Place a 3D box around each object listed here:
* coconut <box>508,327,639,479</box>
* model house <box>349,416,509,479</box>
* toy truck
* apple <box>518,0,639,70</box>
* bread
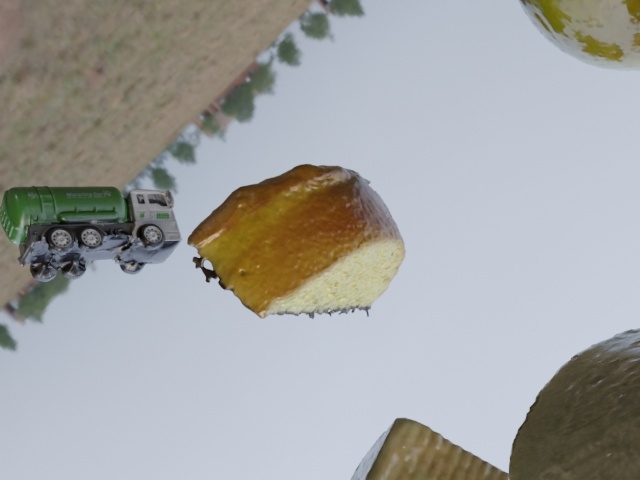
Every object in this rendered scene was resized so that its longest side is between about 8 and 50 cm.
[{"bbox_3d":[0.198,0.151,0.377,0.239,0.244,0.239,-10,-149,6],"label":"coconut"},{"bbox_3d":[0.162,0.517,1.277,0.382,0.342,0.334,-59,174,-30],"label":"model house"},{"bbox_3d":[-0.329,-0.020,1.246,0.242,0.125,0.101,-1,152,-35],"label":"toy truck"},{"bbox_3d":[0.218,-0.218,0.607,0.196,0.157,0.196,-50,-157,31],"label":"apple"},{"bbox_3d":[0.002,-0.006,0.864,0.134,0.129,0.260,-51,155,22],"label":"bread"}]
